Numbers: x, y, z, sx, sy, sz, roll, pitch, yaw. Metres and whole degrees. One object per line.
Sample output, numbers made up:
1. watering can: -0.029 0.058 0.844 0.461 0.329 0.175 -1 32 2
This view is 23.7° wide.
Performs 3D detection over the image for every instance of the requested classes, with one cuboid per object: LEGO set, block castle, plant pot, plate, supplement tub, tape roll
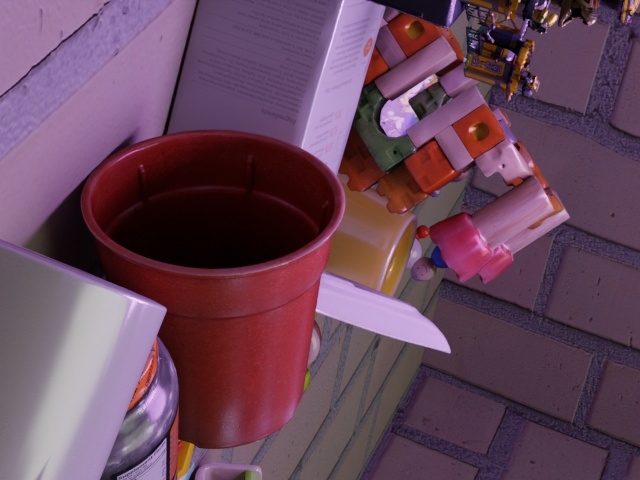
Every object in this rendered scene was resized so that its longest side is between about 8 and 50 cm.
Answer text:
1. LEGO set: 0.277 -0.281 1.653 0.331 0.192 0.255 79 33 -67
2. block castle: 0.131 -0.156 2.080 0.212 0.453 0.303 -33 172 11
3. plant pot: 0.000 0.000 2.193 0.254 0.239 0.254 21 90 -78
4. plate: -0.008 0.059 1.923 0.278 0.277 0.045 19 92 -41
5. plant pot: -0.113 0.063 1.643 0.272 0.272 0.265 -54 153 -50
6. supplement tub: -0.246 0.205 1.534 0.338 0.207 0.207 96 19 -47
7. tape roll: -0.261 0.084 1.188 0.246 0.246 0.169 41 71 -77

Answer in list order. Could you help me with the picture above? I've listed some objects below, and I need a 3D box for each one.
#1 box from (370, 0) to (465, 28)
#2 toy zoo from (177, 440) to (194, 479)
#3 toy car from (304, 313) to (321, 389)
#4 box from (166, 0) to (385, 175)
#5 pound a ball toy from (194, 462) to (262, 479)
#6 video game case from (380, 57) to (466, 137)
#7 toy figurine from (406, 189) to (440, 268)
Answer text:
1. box: 0.069 -0.405 1.709 0.296 0.294 0.183 -53 159 -55
2. toy zoo: -0.246 0.365 2.202 0.293 0.030 0.192 -31 140 -71
3. toy car: -0.063 0.120 2.381 0.188 0.148 0.155 -71 168 -64
4. box: -0.060 -0.169 1.828 0.215 0.168 0.345 -37 145 -68
5. pound a ball toy: -0.175 0.492 2.562 0.208 0.135 0.319 -94 -171 -47
6. video game case: 0.097 -0.213 2.389 0.042 0.210 0.232 27 -83 65
7. toy figurine: 0.089 -0.070 2.522 0.148 0.213 0.210 -85 -167 -77
